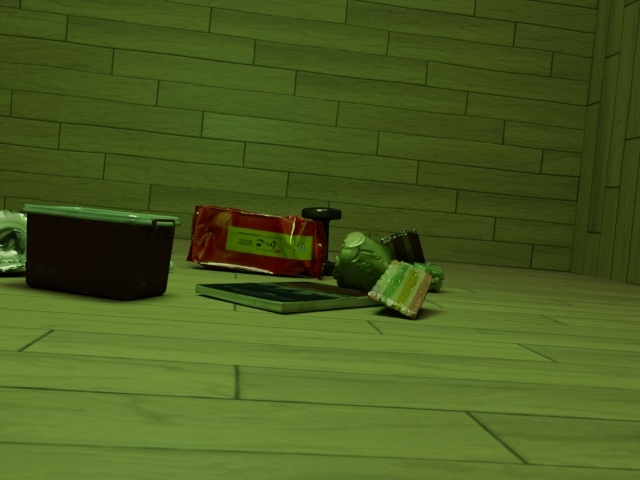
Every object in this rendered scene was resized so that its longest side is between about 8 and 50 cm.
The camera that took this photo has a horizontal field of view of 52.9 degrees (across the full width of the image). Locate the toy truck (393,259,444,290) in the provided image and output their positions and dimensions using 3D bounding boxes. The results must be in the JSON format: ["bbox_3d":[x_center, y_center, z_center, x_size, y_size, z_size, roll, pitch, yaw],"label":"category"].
[{"bbox_3d":[0.281,0.108,1.912,0.191,0.085,0.116,7,4,-19],"label":"toy truck"}]

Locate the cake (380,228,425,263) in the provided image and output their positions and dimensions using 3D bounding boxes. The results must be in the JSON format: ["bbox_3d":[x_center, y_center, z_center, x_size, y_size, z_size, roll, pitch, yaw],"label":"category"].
[{"bbox_3d":[0.265,0.049,1.996,0.115,0.113,0.295,-19,-27,9],"label":"cake"}]

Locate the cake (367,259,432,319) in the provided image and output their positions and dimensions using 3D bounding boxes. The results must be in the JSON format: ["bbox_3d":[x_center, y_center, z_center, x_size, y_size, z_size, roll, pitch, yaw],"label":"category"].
[{"bbox_3d":[0.181,0.105,1.418,0.109,0.090,0.225,25,9,11],"label":"cake"}]

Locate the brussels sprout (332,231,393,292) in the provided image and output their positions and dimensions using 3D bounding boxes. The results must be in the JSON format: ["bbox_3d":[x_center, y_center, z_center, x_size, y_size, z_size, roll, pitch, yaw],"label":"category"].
[{"bbox_3d":[0.114,0.067,1.598,0.145,0.131,0.183,22,-37,15],"label":"brussels sprout"}]

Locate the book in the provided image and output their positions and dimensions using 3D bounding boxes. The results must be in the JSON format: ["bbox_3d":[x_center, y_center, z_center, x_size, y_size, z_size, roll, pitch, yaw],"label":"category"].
[{"bbox_3d":[-0.055,0.122,1.446,0.262,0.028,0.373,6,3,39],"label":"book"}]

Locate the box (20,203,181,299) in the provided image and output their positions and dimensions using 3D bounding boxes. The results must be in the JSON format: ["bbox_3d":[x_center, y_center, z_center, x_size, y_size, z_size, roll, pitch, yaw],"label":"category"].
[{"bbox_3d":[-0.447,0.020,1.305,0.293,0.168,0.193,6,1,17],"label":"box"}]

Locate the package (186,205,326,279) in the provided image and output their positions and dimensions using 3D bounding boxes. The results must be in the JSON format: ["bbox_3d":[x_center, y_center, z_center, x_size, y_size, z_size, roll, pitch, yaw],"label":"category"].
[{"bbox_3d":[-0.192,0.006,1.994,0.423,0.196,0.123,6,1,0],"label":"package"}]

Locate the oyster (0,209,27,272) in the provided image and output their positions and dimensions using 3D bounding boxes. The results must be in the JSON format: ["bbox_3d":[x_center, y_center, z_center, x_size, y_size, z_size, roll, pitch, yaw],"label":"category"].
[{"bbox_3d":[-0.711,0.011,1.463,0.214,0.083,0.223,-4,43,-36],"label":"oyster"}]

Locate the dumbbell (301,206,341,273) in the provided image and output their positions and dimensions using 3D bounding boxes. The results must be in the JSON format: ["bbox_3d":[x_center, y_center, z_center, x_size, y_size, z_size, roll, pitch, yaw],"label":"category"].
[{"bbox_3d":[0.000,0.000,2.177,0.124,0.226,0.140,3,3,42],"label":"dumbbell"}]

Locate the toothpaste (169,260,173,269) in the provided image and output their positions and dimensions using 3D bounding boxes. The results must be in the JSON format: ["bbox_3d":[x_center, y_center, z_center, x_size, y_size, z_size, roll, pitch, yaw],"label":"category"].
[{"bbox_3d":[-0.507,0.068,1.740,0.218,0.033,0.052,1,3,-28],"label":"toothpaste"}]
